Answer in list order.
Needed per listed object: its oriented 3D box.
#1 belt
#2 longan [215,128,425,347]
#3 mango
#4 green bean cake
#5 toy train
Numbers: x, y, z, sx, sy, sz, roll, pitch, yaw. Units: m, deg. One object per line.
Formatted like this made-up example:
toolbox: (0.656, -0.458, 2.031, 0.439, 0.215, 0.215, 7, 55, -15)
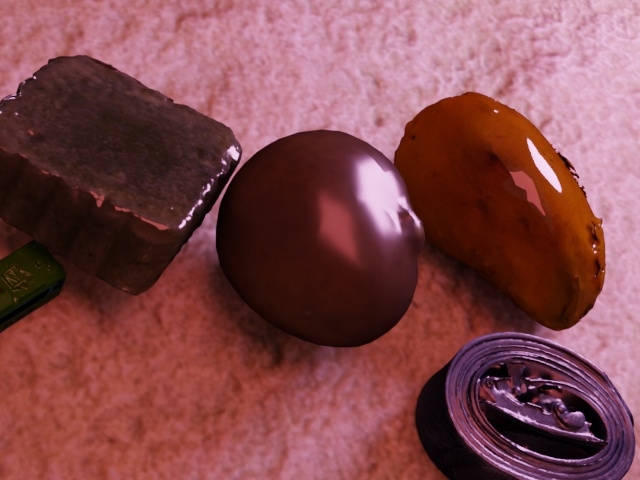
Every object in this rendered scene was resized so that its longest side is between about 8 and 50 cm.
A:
belt: (0.184, 0.160, 1.208, 0.190, 0.082, 0.141, 22, 58, -10)
longan: (0.000, 0.000, 1.169, 0.189, 0.189, 0.189, 12, 55, -18)
mango: (0.171, -0.027, 1.298, 0.156, 0.151, 0.249, -33, 83, -5)
green bean cake: (-0.180, -0.060, 1.147, 0.185, 0.094, 0.183, 32, 36, -2)
toy train: (-0.289, 0.067, 1.065, 0.044, 0.042, 0.209, 47, 52, 9)
